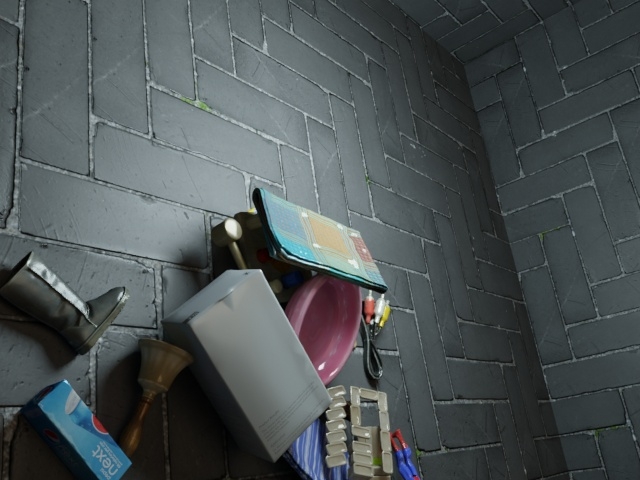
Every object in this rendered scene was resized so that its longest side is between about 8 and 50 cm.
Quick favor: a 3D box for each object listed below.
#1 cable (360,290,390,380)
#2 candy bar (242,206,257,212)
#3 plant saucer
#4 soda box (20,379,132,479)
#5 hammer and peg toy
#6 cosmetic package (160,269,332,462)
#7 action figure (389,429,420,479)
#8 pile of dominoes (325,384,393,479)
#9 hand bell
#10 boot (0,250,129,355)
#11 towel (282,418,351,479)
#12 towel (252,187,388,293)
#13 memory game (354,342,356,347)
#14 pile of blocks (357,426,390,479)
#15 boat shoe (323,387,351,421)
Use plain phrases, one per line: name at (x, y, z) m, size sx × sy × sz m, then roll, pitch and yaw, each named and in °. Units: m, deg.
cable at (0.167, 0.295, 2.017) m, size 0.139 × 0.072 × 0.287 m, roll 30°, pitch 49°, yaw -34°
candy bar at (-0.174, -0.088, 1.822) m, size 0.161 × 0.018 × 0.040 m, roll -36°, pitch 101°, yaw -54°
plant saucer at (-0.005, 0.230, 1.684) m, size 0.332 × 0.084 × 0.332 m, roll -28°, pitch 124°, yaw -51°
soda box at (-0.446, 0.362, 1.154) m, size 0.210 × 0.067 × 0.071 m, roll 58°, pitch 35°, yaw -14°
hammer and peg toy at (-0.152, 0.054, 1.678) m, size 0.361 × 0.127 × 0.266 m, roll -1°, pitch 74°, yaw -54°
cosmetic package at (-0.161, 0.278, 1.430) m, size 0.217 × 0.156 × 0.385 m, roll -37°, pitch 108°, yaw -34°
action figure at (0.250, 0.730, 1.883) m, size 0.091 × 0.139 × 0.280 m, roll 7°, pitch 43°, yaw -48°
pile of dominoes at (0.094, 0.513, 1.690) m, size 0.195 × 0.040 × 0.251 m, roll 17°, pitch 45°, yaw -18°
hand bell at (-0.358, 0.336, 1.281) m, size 0.126 × 0.126 × 0.242 m, roll 38°, pitch 55°, yaw -35°
boot at (-0.500, 0.101, 1.241) m, size 0.208 × 0.076 × 0.190 m, roll 45°, pitch 37°, yaw -18°
towel at (0.005, 0.553, 1.619) m, size 0.336 × 0.040 × 0.243 m, roll 54°, pitch 17°, yaw -19°
towel at (0.000, 0.000, 1.660) m, size 0.370 × 0.040 × 0.271 m, roll 21°, pitch 30°, yaw -34°
memory game at (0.058, 0.264, 1.941) m, size 0.186 × 0.012 × 0.186 m, roll 31°, pitch 48°, yaw -41°
pile of blocks at (0.162, 0.668, 1.695) m, size 0.149 × 0.112 × 0.362 m, roll 85°, pitch 4°, yaw -48°
boat shoe at (0.031, 0.467, 1.750) m, size 0.178 × 0.064 × 0.060 m, roll 38°, pitch 49°, yaw -26°
